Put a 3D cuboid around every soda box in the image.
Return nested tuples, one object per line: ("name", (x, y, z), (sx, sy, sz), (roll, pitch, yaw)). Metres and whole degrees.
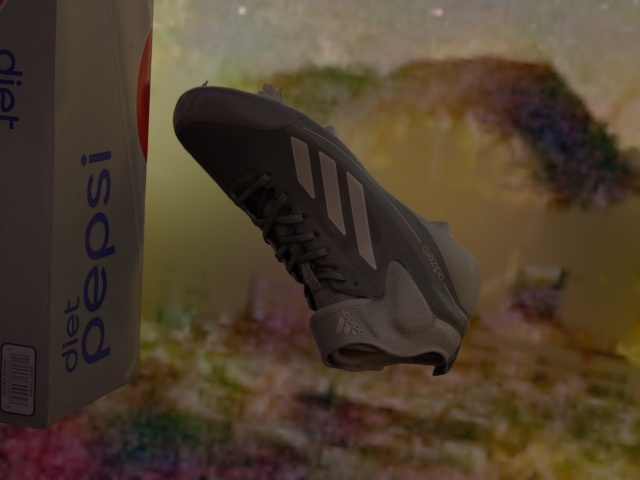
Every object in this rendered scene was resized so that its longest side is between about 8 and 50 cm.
("soda box", (-0.134, -0.069, 0.686), (0.091, 0.286, 0.098), (7, 11, 18))

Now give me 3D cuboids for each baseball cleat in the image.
("baseball cleat", (0.000, 0.000, 0.831), (0.206, 0.109, 0.072), (32, -36, -14))
